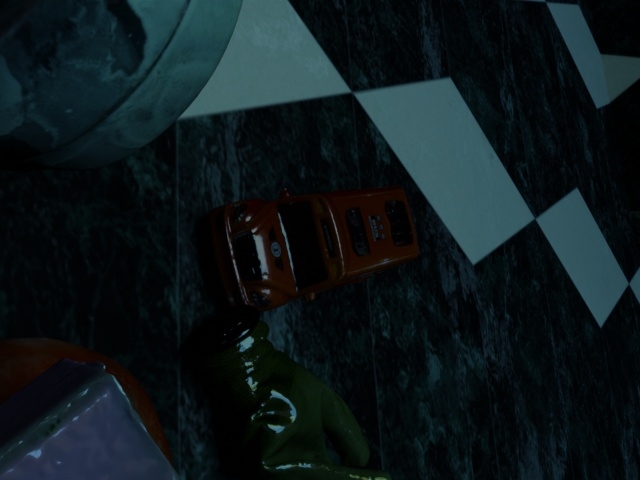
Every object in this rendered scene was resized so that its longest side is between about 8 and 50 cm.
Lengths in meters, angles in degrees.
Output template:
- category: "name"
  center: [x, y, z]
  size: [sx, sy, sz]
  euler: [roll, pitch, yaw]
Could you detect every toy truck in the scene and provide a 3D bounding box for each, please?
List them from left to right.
- category: "toy truck"
  center: [0.000, 0.000, 0.855]
  size: [0.253, 0.114, 0.107]
  euler: [-12, 88, -60]

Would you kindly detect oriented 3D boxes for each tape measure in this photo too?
- category: "tape measure"
  center: [-0.169, -0.177, 0.517]
  size: [0.147, 0.256, 0.275]
  euler: [20, 78, -61]

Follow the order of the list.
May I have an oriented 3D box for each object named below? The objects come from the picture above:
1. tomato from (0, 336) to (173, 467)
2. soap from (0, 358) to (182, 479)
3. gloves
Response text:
- category: "tomato"
  center: [-0.169, 0.170, 0.547]
  size: [0.225, 0.085, 0.225]
  euler: [29, 55, -53]
- category: "soap"
  center: [-0.173, 0.205, 0.422]
  size: [0.259, 0.081, 0.181]
  euler: [-40, 112, -28]
- category: "gloves"
  center: [-0.018, 0.174, 0.764]
  size: [0.268, 0.107, 0.135]
  euler: [48, 29, -10]
